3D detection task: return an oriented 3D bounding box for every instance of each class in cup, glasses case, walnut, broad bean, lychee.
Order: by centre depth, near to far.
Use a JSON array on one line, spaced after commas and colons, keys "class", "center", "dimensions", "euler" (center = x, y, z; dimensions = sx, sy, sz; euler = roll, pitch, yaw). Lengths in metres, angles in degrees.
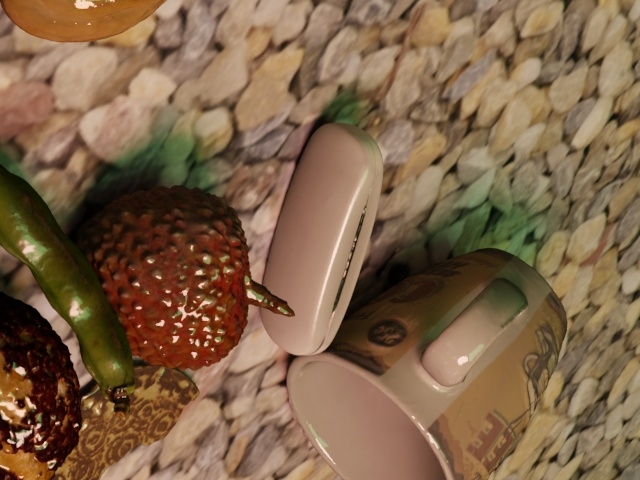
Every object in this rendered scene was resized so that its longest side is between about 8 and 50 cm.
[{"class": "walnut", "center": [-0.176, -0.227, 1.256], "dimensions": [0.167, 0.149, 0.166], "euler": [-1, 93, -19]}, {"class": "broad bean", "center": [-0.214, 0.029, 1.373], "dimensions": [0.254, 0.046, 0.065], "euler": [59, 35, -7]}, {"class": "lychee", "center": [-0.118, 0.033, 1.459], "dimensions": [0.197, 0.165, 0.165], "euler": [5, 120, 0]}, {"class": "glasses case", "center": [0.000, 0.000, 1.614], "dimensions": [0.059, 0.092, 0.233], "euler": [-2, 116, -41]}, {"class": "cup", "center": [0.135, 0.112, 1.708], "dimensions": [0.257, 0.227, 0.301], "euler": [-45, 172, -28]}]

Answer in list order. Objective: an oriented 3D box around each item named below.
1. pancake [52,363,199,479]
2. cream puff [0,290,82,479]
[{"class": "pancake", "center": [-0.193, 0.197, 1.610], "dimensions": [0.190, 0.020, 0.184], "euler": [-23, 130, -31]}, {"class": "cream puff", "center": [-0.304, 0.150, 1.357], "dimensions": [0.239, 0.165, 0.239], "euler": [-26, 134, -30]}]
